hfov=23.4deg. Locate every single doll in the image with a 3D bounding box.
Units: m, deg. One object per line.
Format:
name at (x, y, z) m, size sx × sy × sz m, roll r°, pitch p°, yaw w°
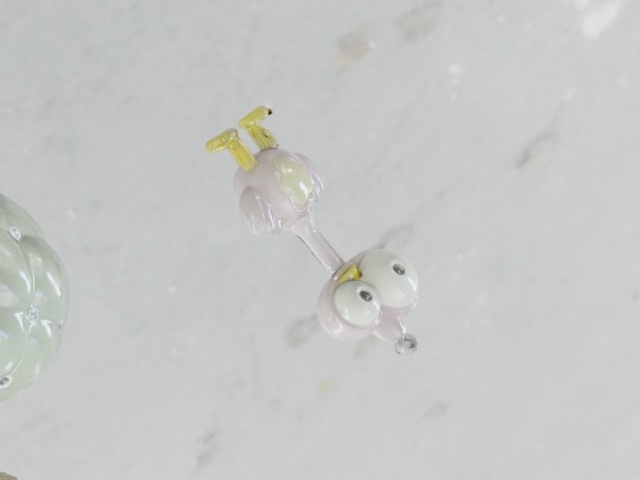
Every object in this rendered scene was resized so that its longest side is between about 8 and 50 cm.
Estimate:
doll at (0.000, 0.001, 1.937) m, size 0.094 × 0.365 × 0.160 m, roll -42°, pitch 179°, yaw 41°

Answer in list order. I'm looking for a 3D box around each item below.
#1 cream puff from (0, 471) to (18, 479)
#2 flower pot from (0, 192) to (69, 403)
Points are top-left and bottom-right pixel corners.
cream puff at (-0.470, 0.348, 1.772) m, size 0.282 × 0.282 × 0.185 m, roll 1°, pitch 107°, yaw -48°
flower pot at (-0.392, 0.067, 1.673) m, size 0.246 × 0.246 × 0.195 m, roll -33°, pitch 122°, yaw -17°
